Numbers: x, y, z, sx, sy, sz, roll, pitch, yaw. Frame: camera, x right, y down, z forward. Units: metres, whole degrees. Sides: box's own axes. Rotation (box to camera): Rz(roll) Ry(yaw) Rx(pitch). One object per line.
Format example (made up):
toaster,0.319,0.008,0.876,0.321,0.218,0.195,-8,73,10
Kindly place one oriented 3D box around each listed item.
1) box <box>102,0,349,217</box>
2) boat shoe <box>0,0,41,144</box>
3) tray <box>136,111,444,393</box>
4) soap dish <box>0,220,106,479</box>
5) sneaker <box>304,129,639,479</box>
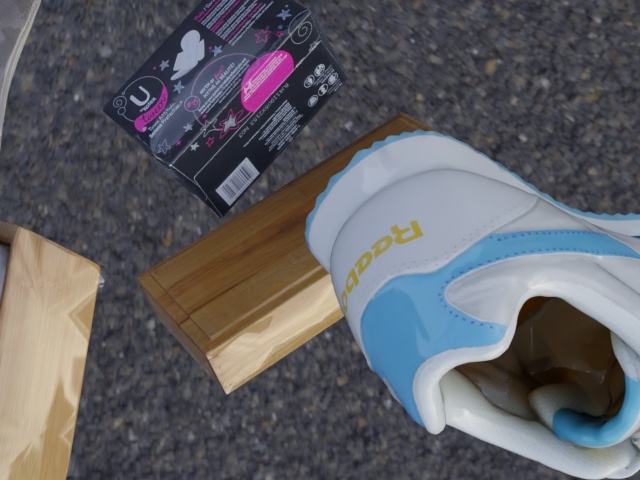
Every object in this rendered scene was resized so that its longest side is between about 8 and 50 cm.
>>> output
box,-0.113,-0.182,1.398,0.247,0.142,0.163,-48,151,-5
boat shoe,-0.273,-0.081,0.761,0.123,0.116,0.324,26,84,-25
tray,0.000,0.000,1.376,0.411,0.203,0.076,-32,127,-16
soap dish,-0.291,0.098,1.028,0.118,0.291,0.229,9,89,-24
sneaker,0.104,0.038,0.392,0.228,0.092,0.087,12,126,-29
